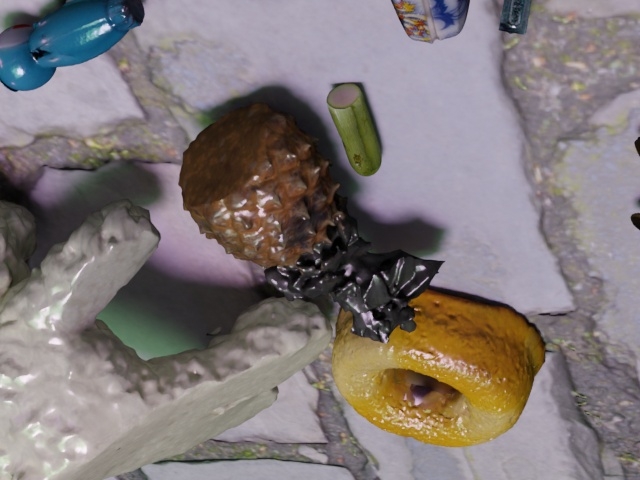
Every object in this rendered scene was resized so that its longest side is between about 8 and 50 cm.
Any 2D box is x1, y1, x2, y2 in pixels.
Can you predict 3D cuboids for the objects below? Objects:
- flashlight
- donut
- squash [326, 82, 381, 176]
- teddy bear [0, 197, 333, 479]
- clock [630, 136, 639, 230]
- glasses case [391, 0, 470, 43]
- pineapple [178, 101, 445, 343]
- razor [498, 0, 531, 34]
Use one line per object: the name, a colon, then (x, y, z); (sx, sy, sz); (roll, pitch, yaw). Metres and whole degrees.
flashlight: (-0.180, -0.143, 0.925); (0.129, 0.051, 0.051); (-15, 134, 28)
donut: (0.099, 0.117, 1.145); (0.190, 0.074, 0.174); (25, 142, -13)
squash: (0.028, -0.077, 0.955); (0.027, 0.027, 0.083); (-1, 141, 20)
teddy bear: (-0.243, 0.032, 1.130); (0.362, 0.375, 0.327); (57, 143, 13)
clock: (0.331, -0.024, 0.890); (0.232, 0.069, 0.170); (4, 143, 15)
glasses case: (0.047, -0.219, 0.715); (0.065, 0.087, 0.248); (-2, 141, 14)
pineapple: (0.000, 0.000, 0.999); (0.111, 0.119, 0.237); (-47, 127, 2)
razor: (0.123, -0.193, 0.769); (0.066, 0.033, 0.190); (10, 144, 7)
